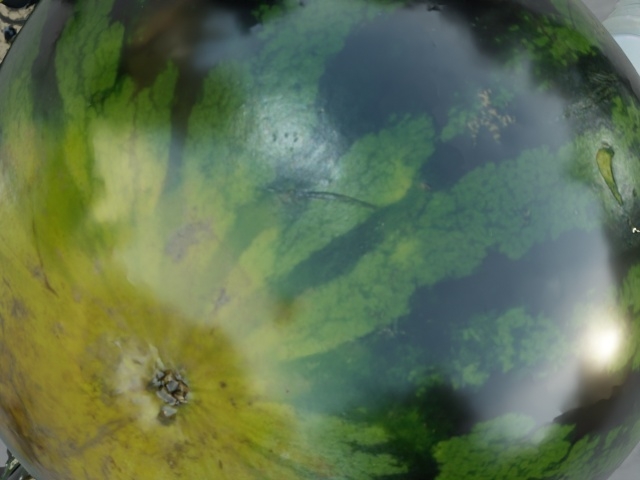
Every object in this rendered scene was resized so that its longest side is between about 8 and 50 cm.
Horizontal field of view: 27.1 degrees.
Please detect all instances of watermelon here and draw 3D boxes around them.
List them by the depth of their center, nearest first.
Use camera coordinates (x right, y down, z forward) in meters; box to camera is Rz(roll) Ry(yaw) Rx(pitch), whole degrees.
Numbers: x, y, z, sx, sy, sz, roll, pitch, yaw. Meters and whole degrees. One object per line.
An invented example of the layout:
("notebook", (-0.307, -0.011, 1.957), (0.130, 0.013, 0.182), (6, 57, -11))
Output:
("watermelon", (-0.003, 0.000, 0.489), (0.268, 0.269, 0.269), (0, 89, -18))

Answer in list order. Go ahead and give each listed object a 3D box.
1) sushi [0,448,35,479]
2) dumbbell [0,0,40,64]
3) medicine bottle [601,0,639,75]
("sushi", (-0.258, 0.254, 1.237), (0.140, 0.149, 0.287), (44, 96, 6))
("dumbbell", (-0.276, -0.198, 1.032), (0.325, 0.143, 0.143), (-19, 96, -61))
("medicine bottle", (0.272, -0.086, 1.284), (0.179, 0.124, 0.324), (42, 65, -26))
